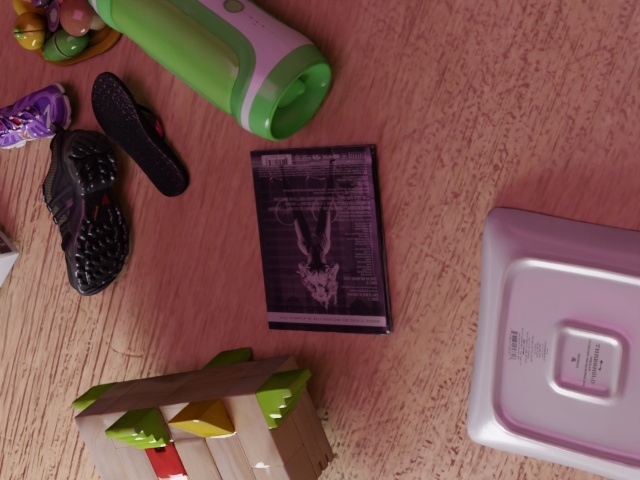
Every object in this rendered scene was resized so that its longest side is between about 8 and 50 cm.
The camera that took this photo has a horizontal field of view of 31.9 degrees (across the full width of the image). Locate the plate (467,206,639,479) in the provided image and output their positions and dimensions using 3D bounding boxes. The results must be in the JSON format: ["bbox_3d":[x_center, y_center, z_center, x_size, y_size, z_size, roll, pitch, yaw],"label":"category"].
[{"bbox_3d":[0.281,0.121,1.158,0.278,0.045,0.277,12,108,29],"label":"plate"}]

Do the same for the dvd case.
[{"bbox_3d":[0.000,0.000,1.317,0.165,0.018,0.221,0,101,30],"label":"dvd case"}]

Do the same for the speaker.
[{"bbox_3d":[-0.131,-0.239,1.278,0.296,0.131,0.131,38,118,18],"label":"speaker"}]

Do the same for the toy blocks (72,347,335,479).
[{"bbox_3d":[-0.126,0.295,1.388,0.381,0.191,0.261,-12,106,32],"label":"toy blocks"}]

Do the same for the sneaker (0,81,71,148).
[{"bbox_3d":[-0.399,-0.158,1.493,0.170,0.071,0.068,-21,90,33],"label":"sneaker"}]

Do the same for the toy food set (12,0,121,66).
[{"bbox_3d":[-0.319,-0.294,1.411,0.218,0.071,0.128,-14,94,33],"label":"toy food set"}]

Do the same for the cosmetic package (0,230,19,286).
[{"bbox_3d":[-0.624,0.090,1.638,0.217,0.156,0.385,44,121,18],"label":"cosmetic package"}]

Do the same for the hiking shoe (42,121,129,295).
[{"bbox_3d":[-0.314,-0.042,1.474,0.114,0.086,0.226,24,118,48],"label":"hiking shoe"}]

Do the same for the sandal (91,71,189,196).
[{"bbox_3d":[-0.226,-0.135,1.417,0.067,0.040,0.179,-31,99,38],"label":"sandal"}]
